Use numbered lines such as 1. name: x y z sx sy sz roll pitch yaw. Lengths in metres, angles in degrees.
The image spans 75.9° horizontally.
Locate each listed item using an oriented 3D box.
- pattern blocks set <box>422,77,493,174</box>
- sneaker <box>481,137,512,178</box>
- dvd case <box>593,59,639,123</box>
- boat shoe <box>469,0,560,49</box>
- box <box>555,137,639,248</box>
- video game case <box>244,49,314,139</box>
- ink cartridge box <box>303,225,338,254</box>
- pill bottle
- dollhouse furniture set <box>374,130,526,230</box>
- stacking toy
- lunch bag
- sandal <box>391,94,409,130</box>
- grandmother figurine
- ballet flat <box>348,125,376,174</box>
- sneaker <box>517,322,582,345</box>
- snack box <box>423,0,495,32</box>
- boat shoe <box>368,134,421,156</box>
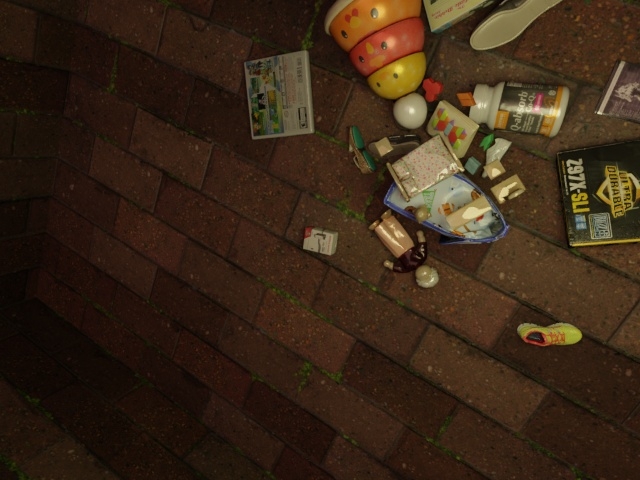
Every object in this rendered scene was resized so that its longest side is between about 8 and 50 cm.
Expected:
1. pattern blocks set: 0.456 -0.392 1.441 0.325 0.026 0.285 45 148 34
2. sneaker: 0.618 -0.294 1.468 0.061 0.053 0.152 35 107 23
3. dvd case: 1.007 -0.452 1.278 0.221 0.018 0.165 21 110 18
4. boat shoe: 0.649 -0.753 1.342 0.335 0.095 0.112 -28 125 30
5. box: 0.910 -0.144 1.297 0.257 0.079 0.322 -6 77 26
6. video game case: -0.177 -0.612 1.752 0.300 0.036 0.329 0 102 23
7. ink cartridge box: 0.000 0.000 1.793 0.135 0.056 0.099 13 105 21
8. pill bottle: 0.648 -0.438 1.358 0.278 0.162 0.162 13 106 20
9. dollhouse furniture set: 0.360 -0.219 1.184 0.303 0.174 0.356 -31 84 17
10. stacking toy: 0.254 -0.618 1.408 0.350 0.350 0.480 -21 98 26
11. lunch bag: 0.447 -0.123 1.421 0.385 0.328 0.239 29 106 13
12. sandal: 0.306 -0.526 1.537 0.090 0.060 0.219 9 105 35
13. grandmother figurine: 0.338 0.049 1.636 0.342 0.104 0.208 50 124 9
14. ballet flat: 0.151 -0.357 1.647 0.067 0.073 0.206 -25 87 40
15. sneaker: 0.831 0.351 1.485 0.208 0.094 0.081 -6 97 23
16. snack box: 0.489 -0.849 1.340 0.322 0.060 0.187 -11 96 46
17. boat shoe: 0.290 -0.376 1.597 0.206 0.075 0.065 5 60 28
